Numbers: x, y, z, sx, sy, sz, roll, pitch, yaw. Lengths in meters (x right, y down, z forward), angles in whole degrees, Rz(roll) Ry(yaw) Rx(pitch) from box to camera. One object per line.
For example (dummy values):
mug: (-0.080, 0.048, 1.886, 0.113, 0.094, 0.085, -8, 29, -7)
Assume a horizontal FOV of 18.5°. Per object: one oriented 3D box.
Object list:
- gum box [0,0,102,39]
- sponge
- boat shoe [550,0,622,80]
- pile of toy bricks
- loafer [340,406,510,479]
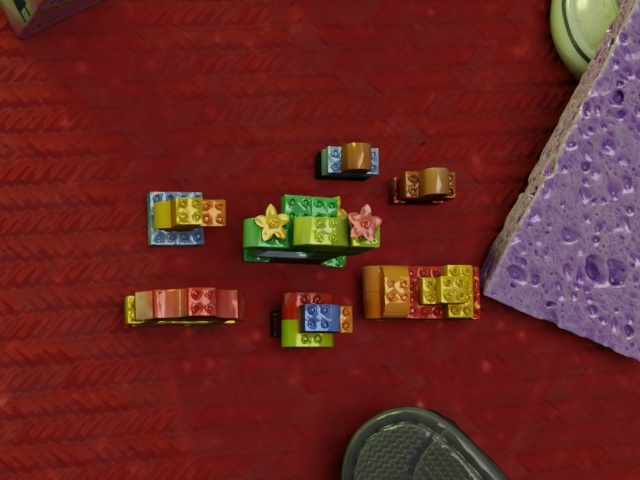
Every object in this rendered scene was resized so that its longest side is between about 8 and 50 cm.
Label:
gum box: (-0.176, -0.216, 1.080, 0.062, 0.107, 0.188, -29, 92, -18)
sponge: (0.191, -0.041, 1.165, 0.117, 0.031, 0.210, 24, 103, -13)
boat shoe: (0.296, -0.228, 1.181, 0.367, 0.156, 0.136, -37, 87, -9)
pile of toy bricks: (0.000, 0.000, 1.108, 0.212, 0.105, 0.118, 0, 83, -17)
loafer: (0.108, 0.229, 1.135, 0.109, 0.095, 0.302, -31, 88, 12)
